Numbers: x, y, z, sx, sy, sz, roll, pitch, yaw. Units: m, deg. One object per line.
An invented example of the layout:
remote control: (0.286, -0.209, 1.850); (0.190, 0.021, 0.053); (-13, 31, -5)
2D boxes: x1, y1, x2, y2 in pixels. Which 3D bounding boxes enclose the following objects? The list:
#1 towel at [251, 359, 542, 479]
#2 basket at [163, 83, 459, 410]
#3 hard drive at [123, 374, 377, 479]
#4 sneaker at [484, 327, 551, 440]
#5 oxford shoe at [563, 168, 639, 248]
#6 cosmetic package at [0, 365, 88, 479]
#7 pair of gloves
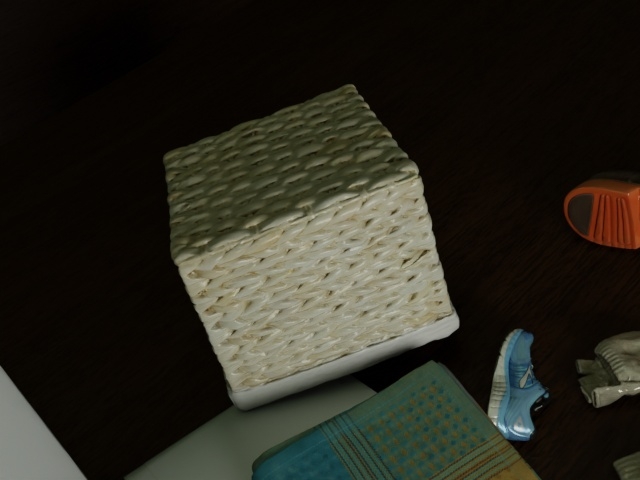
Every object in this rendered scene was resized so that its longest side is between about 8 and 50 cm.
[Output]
towel: (0.117, 0.307, 0.680); (0.271, 0.040, 0.370); (-24, 44, -17)
basket: (-0.031, -0.004, 0.949); (0.331, 0.267, 0.328); (-21, 35, -2)
hard drive: (-0.062, 0.269, 0.844); (0.307, 0.040, 0.203); (-29, 34, -29)
sneaker: (0.249, 0.182, 0.843); (0.073, 0.063, 0.162); (13, 49, 15)
oxford shoe: (0.531, -0.045, 0.931); (0.132, 0.130, 0.363); (-35, 37, -30)
cosmetic package: (-0.502, 0.341, 0.717); (0.393, 0.330, 0.327); (-9, 29, 29)
pair of gloves: (0.411, 0.182, 0.758); (0.204, 0.042, 0.240); (-14, 34, 10)
